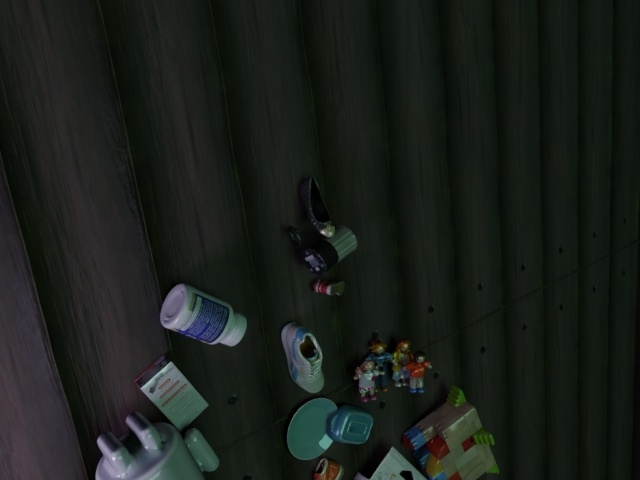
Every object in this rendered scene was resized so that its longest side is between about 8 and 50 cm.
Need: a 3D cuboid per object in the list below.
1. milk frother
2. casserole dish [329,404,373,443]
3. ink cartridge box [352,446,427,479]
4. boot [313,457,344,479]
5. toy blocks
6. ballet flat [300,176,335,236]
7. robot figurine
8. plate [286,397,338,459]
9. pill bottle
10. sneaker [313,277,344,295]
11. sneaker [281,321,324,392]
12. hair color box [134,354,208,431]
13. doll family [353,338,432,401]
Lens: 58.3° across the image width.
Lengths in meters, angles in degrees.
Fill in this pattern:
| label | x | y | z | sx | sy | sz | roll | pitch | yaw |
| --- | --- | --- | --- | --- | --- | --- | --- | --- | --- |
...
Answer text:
| label | x | y | z | sx | sy | sz | roll | pitch | yaw |
| --- | --- | --- | --- | --- | --- | --- | --- | --- | --- |
| milk frother | 0.000 | 0.000 | 1.532 | 0.135 | 0.129 | 0.143 | -37 | 114 | -36 |
| casserole dish | 0.101 | 0.567 | 1.749 | 0.188 | 0.037 | 0.114 | 28 | 78 | -45 |
| ink cartridge box | 0.217 | 0.843 | 1.880 | 0.261 | 0.066 | 0.296 | -52 | 122 | -20 |
| boot | 0.000 | 0.731 | 1.717 | 0.085 | 0.059 | 0.157 | 41 | 66 | -31 |
| toy blocks | 0.442 | 0.726 | 1.982 | 0.261 | 0.191 | 0.381 | -32 | 116 | -14 |
| ballet flat | -0.007 | -0.087 | 1.505 | 0.058 | 0.049 | 0.173 | -16 | 74 | -33 |
| robot figurine | -0.374 | 0.565 | 1.318 | 0.300 | 0.200 | 0.353 | -31 | 115 | -26 |
| plate | -0.024 | 0.548 | 1.680 | 0.188 | 0.024 | 0.188 | -8 | 104 | -36 |
| pill bottle | -0.274 | 0.185 | 1.373 | 0.187 | 0.112 | 0.111 | 31 | 80 | -35 |
| sneaker | 0.022 | 0.131 | 1.630 | 0.118 | 0.067 | 0.042 | 9 | 92 | -67 |
| sneaker | -0.038 | 0.336 | 1.587 | 0.087 | 0.092 | 0.228 | -34 | 118 | -28 |
| hair color box | -0.357 | 0.369 | 1.385 | 0.093 | 0.053 | 0.167 | -42 | 121 | -21 |
| doll family | 0.209 | 0.386 | 1.783 | 0.263 | 0.118 | 0.163 | -6 | 109 | -17 |
